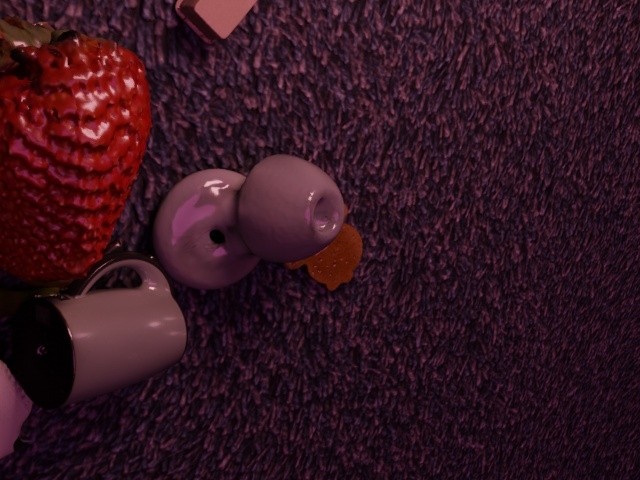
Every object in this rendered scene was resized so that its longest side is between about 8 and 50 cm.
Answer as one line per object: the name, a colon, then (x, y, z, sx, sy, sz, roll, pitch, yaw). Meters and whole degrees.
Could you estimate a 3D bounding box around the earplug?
earplug: (-0.119, -0.028, 1.216, 0.325, 0.175, 0.214, -18, 120, 6)

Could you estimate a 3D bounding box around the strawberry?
strawberry: (-0.380, -0.114, 0.968, 0.311, 0.267, 0.351, 8, 111, 4)

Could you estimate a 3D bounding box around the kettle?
kettle: (-0.324, 0.127, 1.124, 0.236, 0.161, 0.221, -5, 102, -51)

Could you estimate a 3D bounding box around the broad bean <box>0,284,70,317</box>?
broad bean: (-0.496, 0.088, 1.047, 0.297, 0.043, 0.060, 6, 112, -45)

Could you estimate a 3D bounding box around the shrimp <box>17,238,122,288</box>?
shrimp: (-0.352, -0.038, 1.138, 0.296, 0.058, 0.169, -46, 132, -7)

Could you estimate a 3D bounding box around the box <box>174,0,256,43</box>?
box: (-0.156, -0.376, 1.137, 0.122, 0.062, 0.089, -52, 126, -6)

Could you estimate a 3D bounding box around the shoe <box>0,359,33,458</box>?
shoe: (-0.494, 0.228, 1.104, 0.110, 0.095, 0.265, -12, 127, -43)

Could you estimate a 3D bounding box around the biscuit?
biscuit: (0.000, 0.000, 1.386, 0.166, 0.036, 0.225, -50, 127, -1)
